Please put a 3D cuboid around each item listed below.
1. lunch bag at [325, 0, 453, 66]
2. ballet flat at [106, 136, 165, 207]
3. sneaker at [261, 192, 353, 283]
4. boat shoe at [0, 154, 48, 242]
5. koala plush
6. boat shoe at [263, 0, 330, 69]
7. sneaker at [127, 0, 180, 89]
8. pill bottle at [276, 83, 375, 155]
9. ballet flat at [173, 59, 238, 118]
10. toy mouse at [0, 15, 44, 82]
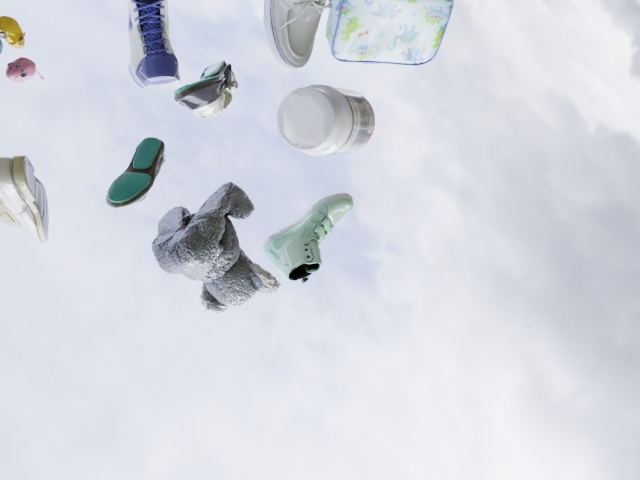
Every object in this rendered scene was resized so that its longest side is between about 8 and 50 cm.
[{"bbox_3d":[0.123,-0.411,1.340,0.219,0.176,0.090,0,-131,-11],"label":"lunch bag"},{"bbox_3d":[-0.338,-0.112,1.354,0.072,0.068,0.213,8,-137,5],"label":"ballet flat"},{"bbox_3d":[0.000,0.001,1.729,0.151,0.256,0.094,51,175,39],"label":"sneaker"},{"bbox_3d":[-0.674,-0.089,1.595,0.103,0.302,0.113,-5,-119,-10],"label":"boat shoe"},{"bbox_3d":[-0.199,0.044,1.399,0.221,0.196,0.203,58,-158,-27],"label":"koala plush"},{"bbox_3d":[-0.028,-0.566,1.610,0.136,0.367,0.156,-7,-160,-38],"label":"boat shoe"},{"bbox_3d":[-0.450,-0.557,1.871,0.127,0.182,0.315,-10,-118,-14],"label":"sneaker"},{"bbox_3d":[0.014,-0.276,1.663,0.161,0.161,0.283,52,-159,7],"label":"pill bottle"},{"bbox_3d":[-0.172,-0.234,1.143,0.074,0.074,0.203,41,-156,-11],"label":"ballet flat"},{"bbox_3d":[-0.513,-0.309,1.182,0.143,0.031,0.161,-90,-26,-44],"label":"toy mouse"}]
